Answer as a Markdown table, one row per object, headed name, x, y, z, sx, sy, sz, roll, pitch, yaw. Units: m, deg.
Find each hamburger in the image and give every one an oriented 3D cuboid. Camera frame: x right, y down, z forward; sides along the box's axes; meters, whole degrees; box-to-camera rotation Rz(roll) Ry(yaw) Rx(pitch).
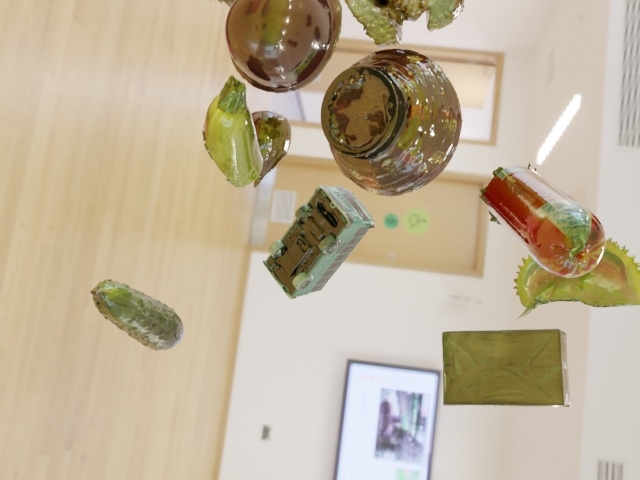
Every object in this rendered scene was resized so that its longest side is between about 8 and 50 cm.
| name | x | y | z | sx | sy | sz | roll | pitch | yaw |
| --- | --- | --- | --- | --- | --- | --- | --- | --- | --- |
| hamburger | 0.111 | -0.508 | 1.359 | 0.318 | 0.195 | 0.277 | 56 | 22 | -29 |

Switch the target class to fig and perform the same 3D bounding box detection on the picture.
| name | x | y | z | sx | sy | sz | roll | pitch | yaw |
| --- | --- | --- | --- | --- | --- | --- | --- | --- | --- |
| fig | -0.115 | -0.181 | 1.593 | 0.109 | 0.103 | 0.155 | 178 | -81 | -66 |

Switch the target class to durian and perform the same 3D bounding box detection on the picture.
| name | x | y | z | sx | sy | sz | roll | pitch | yaw |
| --- | --- | --- | --- | --- | --- | --- | --- | --- | --- |
| durian | 0.614 | 0.085 | 1.901 | 0.158 | 0.351 | 0.169 | 50 | 56 | -27 |

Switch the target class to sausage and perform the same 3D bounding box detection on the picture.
| name | x | y | z | sx | sy | sz | roll | pitch | yaw |
| --- | --- | --- | --- | --- | --- | --- | --- | --- | --- |
| sausage | 0.227 | -0.020 | 0.814 | 0.264 | 0.083 | 0.083 | -90 | -176 | -74 |

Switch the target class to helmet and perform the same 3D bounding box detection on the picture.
| name | x | y | z | sx | sy | sz | roll | pitch | yaw |
| --- | --- | --- | --- | --- | --- | --- | --- | --- | --- |
| helmet | -0.056 | -0.287 | 1.060 | 0.155 | 0.175 | 0.106 | 55 | 9 | 4 |

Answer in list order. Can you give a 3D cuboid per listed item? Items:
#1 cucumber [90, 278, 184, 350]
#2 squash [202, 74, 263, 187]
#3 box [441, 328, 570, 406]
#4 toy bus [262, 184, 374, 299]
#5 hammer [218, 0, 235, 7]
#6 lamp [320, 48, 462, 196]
| name | x | y | z | sx | sy | sz | roll | pitch | yaw |
| --- | --- | --- | --- | --- | --- | --- | --- | --- | --- |
| cucumber | -0.243 | 0.100 | 1.069 | 0.227 | 0.069 | 0.069 | 56 | 39 | -63 |
| squash | -0.128 | -0.158 | 1.112 | 0.200 | 0.075 | 0.090 | 85 | 24 | -62 |
| box | 0.370 | 0.252 | 1.586 | 0.149 | 0.231 | 0.156 | 26 | 63 | -66 |
| toy bus | 0.000 | 0.000 | 1.790 | 0.147 | 0.128 | 0.256 | -9 | 144 | -51 |
| hammer | -0.143 | -0.432 | 1.701 | 0.027 | 0.125 | 0.297 | -53 | 151 | -6 |
| lamp | 0.117 | -0.191 | 1.296 | 0.247 | 0.246 | 0.247 | 6 | 90 | -85 |
